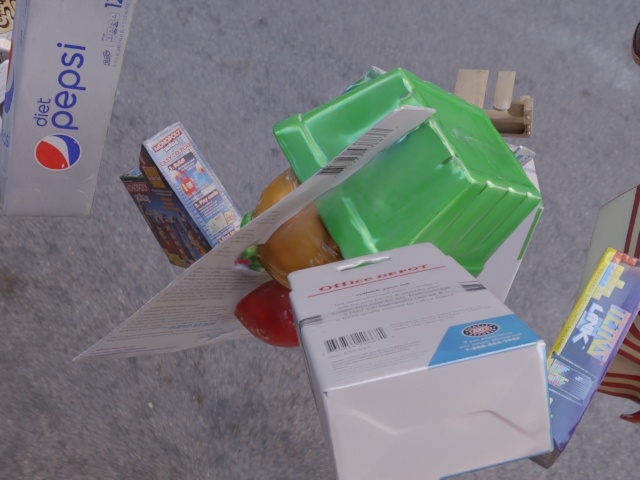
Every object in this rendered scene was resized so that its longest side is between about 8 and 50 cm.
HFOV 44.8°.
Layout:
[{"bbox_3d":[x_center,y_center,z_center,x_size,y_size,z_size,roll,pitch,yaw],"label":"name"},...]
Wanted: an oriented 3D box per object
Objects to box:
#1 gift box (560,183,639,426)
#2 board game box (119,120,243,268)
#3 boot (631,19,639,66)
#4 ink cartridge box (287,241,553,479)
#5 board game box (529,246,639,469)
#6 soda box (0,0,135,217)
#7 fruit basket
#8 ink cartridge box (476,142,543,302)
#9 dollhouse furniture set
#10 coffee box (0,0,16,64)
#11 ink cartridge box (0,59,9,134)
[{"bbox_3d":[0.415,0.071,0.867,0.276,0.255,0.258,25,64,-4],"label":"gift box"},{"bbox_3d":[-0.177,-0.053,0.993,0.060,0.194,0.194,-37,115,-26],"label":"board game box"},{"bbox_3d":[0.583,-0.406,1.213,0.090,0.207,0.248,33,72,17],"label":"boot"},{"bbox_3d":[0.043,0.060,0.432,0.104,0.180,0.060,-12,106,-4],"label":"ink cartridge box"},{"bbox_3d":[0.222,0.107,0.672,0.048,0.141,0.170,29,78,19],"label":"board game box"},{"bbox_3d":[-0.273,-0.160,0.812,0.098,0.286,0.091,0,40,-29],"label":"soda box"},{"bbox_3d":[0.000,0.000,0.699,0.353,0.327,0.165,-31,73,28],"label":"fruit basket"},{"bbox_3d":[0.316,-0.048,1.445,0.117,0.201,0.278,17,28,3],"label":"ink cartridge box"},{"bbox_3d":[0.332,-0.229,1.496,0.144,0.151,0.123,5,53,16],"label":"dollhouse furniture set"},{"bbox_3d":[-0.543,-0.360,1.341,0.297,0.119,0.168,11,61,-3],"label":"coffee box"},{"bbox_3d":[-0.377,-0.152,1.046,0.063,0.109,0.150,-33,77,10],"label":"ink cartridge box"}]
